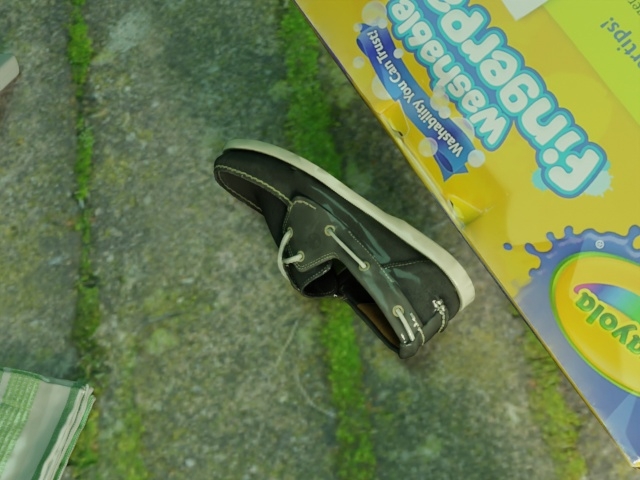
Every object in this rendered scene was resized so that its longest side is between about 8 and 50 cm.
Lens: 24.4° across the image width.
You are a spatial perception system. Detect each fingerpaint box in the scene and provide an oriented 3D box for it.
[{"bbox_3d":[0.222,-0.137,0.955,0.371,0.163,0.445,-38,73,7],"label":"fingerpaint box"}]

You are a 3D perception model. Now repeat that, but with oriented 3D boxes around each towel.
[{"bbox_3d":[-0.254,0.143,1.102,0.152,0.023,0.113,10,62,21],"label":"towel"}]

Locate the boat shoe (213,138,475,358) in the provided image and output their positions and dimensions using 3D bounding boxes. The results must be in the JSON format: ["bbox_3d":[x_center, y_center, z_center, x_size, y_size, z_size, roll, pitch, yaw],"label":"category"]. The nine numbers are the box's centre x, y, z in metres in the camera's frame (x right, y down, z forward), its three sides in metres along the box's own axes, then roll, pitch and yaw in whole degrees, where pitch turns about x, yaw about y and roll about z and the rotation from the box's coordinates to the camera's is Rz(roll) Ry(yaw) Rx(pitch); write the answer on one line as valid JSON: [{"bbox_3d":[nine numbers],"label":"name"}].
[{"bbox_3d":[0.000,0.000,1.083,0.233,0.084,0.079,35,73,27],"label":"boat shoe"}]

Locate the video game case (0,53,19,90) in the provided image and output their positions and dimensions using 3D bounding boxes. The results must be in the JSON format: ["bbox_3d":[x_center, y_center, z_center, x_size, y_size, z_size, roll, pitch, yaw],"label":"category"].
[{"bbox_3d":[-0.383,-0.113,1.244,0.201,0.023,0.183,3,32,17],"label":"video game case"}]
